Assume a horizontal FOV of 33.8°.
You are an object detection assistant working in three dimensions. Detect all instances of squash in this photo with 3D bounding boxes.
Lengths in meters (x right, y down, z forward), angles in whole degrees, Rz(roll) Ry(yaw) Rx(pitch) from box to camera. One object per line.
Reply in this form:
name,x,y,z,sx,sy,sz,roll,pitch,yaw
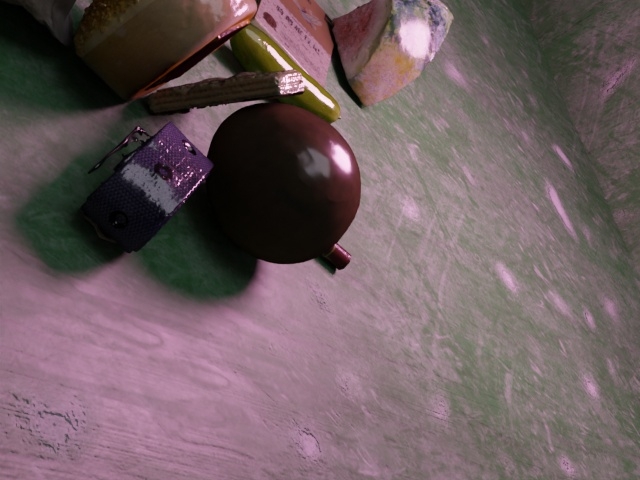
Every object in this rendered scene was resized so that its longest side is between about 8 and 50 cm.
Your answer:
squash,-0.074,-0.316,2.049,0.292,0.082,0.082,39,33,-33

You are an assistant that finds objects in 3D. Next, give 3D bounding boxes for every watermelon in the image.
watermelon,0.156,-0.449,2.435,0.232,0.310,0.193,33,-1,37

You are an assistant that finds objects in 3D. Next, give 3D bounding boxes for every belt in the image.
belt,-0.248,-0.084,1.486,0.126,0.140,0.230,45,31,-10

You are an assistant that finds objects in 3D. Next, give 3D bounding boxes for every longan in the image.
longan,-0.059,-0.092,1.671,0.258,0.258,0.258,38,33,-31

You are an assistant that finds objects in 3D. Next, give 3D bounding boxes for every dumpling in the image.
dumpling,-0.407,-0.420,1.556,0.204,0.163,0.293,31,25,-32

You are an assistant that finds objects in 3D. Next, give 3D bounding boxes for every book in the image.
book,-0.052,-0.474,2.313,0.217,0.021,0.310,44,31,-22

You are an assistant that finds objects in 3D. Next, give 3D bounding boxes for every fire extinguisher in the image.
fire extinguisher,0.000,0.000,1.883,0.132,0.039,0.056,41,-1,-27

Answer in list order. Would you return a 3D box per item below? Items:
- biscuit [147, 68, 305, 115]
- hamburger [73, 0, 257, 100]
biscuit,-0.140,-0.243,1.696,0.150,0.252,0.052,-25,109,-59
hamburger,-0.241,-0.343,1.605,0.170,0.302,0.302,55,28,-8
